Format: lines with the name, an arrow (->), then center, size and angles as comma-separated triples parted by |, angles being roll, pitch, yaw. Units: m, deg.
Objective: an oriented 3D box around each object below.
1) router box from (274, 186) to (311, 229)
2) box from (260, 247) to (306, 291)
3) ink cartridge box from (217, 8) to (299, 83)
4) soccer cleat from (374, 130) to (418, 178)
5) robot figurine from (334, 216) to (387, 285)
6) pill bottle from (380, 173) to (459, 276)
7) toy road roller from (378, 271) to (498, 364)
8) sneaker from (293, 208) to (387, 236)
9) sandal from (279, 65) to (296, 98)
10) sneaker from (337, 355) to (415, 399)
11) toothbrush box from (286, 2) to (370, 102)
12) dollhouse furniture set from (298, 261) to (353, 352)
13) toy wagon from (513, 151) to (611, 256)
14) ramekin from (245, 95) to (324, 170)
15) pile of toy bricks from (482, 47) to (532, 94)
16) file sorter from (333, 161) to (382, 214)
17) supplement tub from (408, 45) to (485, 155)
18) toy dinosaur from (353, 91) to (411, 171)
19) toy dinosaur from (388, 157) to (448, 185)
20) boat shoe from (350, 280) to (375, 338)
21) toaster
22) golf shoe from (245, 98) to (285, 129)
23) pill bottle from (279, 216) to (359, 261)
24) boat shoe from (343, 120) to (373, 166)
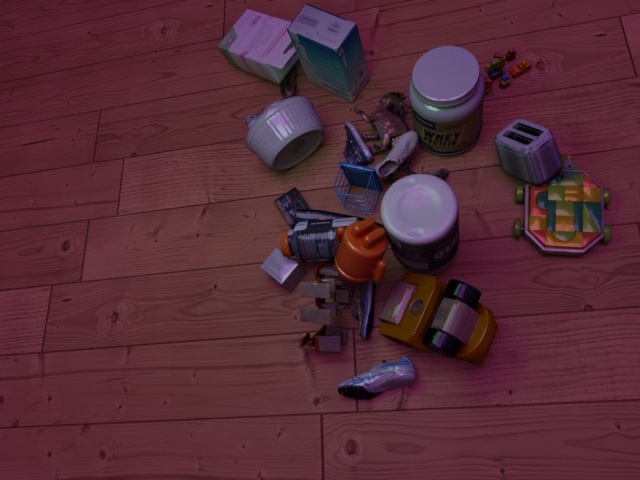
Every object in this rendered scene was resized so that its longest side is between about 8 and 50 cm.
router box -> -0.091, -0.111, 1.884 | 0.092, 0.038, 0.122 | -33, 65, 0
box -> -0.120, 0.096, 1.779 | 0.101, 0.102, 0.087 | 36, 84, 24
ink cartridge box -> -0.194, -0.730, 2.072 | 0.353, 0.119, 0.207 | 30, 79, 32
soccer cleat -> 0.251, -0.274, 1.774 | 0.068, 0.076, 0.196 | 42, 94, -13
robot figurine -> 0.109, 0.032, 1.521 | 0.158, 0.219, 0.128 | 15, 49, -2
pill bottle -> 0.295, -0.027, 1.575 | 0.204, 0.361, 0.204 | -5, 69, 13
toy road roller -> 0.353, 0.240, 1.579 | 0.329, 0.240, 0.203 | 8, 68, 57
sneaker -> 0.066, -0.020, 1.791 | 0.318, 0.112, 0.131 | 11, 100, 14
sandal -> -0.117, -0.588, 2.060 | 0.072, 0.049, 0.180 | -21, 50, 22
sneaker -> 0.163, 0.405, 1.610 | 0.237, 0.085, 0.086 | -19, 40, 11
toothbrush box -> 0.036, -0.649, 1.913 | 0.216, 0.295, 0.126 | 31, 79, 24
dollhouse furniture set -> 0.002, 0.198, 1.641 | 0.135, 0.262, 0.259 | 2, 102, 17
toy wagon -> 0.731, -0.122, 1.659 | 0.267, 0.068, 0.345 | 4, 71, 16
ramekin -> -0.110, -0.353, 1.865 | 0.272, 0.273, 0.127 | -34, 77, 0
pile of toy bricks -> 0.600, -0.587, 1.847 | 0.212, 0.105, 0.118 | -29, 65, 2
file sorter -> 0.120, -0.166, 1.780 | 0.118, 0.170, 0.105 | 15, 78, 19
supplement tub -> 0.398, -0.433, 1.725 | 0.228, 0.316, 0.229 | -5, 69, 13
toy dinosaur -> 0.244, -0.394, 1.864 | 0.200, 0.127, 0.296 | -25, 71, -3
toy dinosaur -> 0.288, -0.192, 1.807 | 0.268, 0.064, 0.118 | -32, 72, 5
boat shoe -> 0.130, 0.215, 1.696 | 0.066, 0.066, 0.183 | -1, 60, 19
toaster -> 0.631, -0.268, 1.657 | 0.129, 0.146, 0.227 | -38, 36, -2
golf shoe -> -0.189, -0.455, 2.036 | 0.176, 0.069, 0.086 | -31, 85, 5
pill bottle -> 0.000, 0.000, 1.685 | 0.245, 0.130, 0.131 | -4, 69, 13
boat shoe -> 0.107, -0.331, 1.901 | 0.083, 0.065, 0.183 | -32, 62, 8
